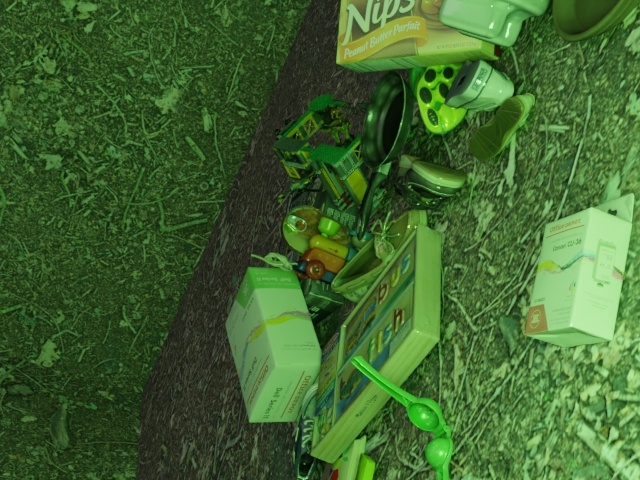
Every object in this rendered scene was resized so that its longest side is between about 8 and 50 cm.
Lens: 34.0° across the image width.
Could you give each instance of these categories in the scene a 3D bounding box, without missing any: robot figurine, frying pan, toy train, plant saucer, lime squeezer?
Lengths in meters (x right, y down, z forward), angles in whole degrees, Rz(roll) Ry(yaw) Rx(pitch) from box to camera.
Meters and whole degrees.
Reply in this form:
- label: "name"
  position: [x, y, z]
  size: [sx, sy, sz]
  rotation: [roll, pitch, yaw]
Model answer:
- label: "robot figurine"
  position: [0.317, -0.509, 1.741]
  size: [0.300, 0.199, 0.353]
  rotation: [0, -69, -62]
- label: "frying pan"
  position: [0.132, -0.179, 2.046]
  size: [0.197, 0.053, 0.326]
  rotation: [134, 142, -56]
- label: "toy train"
  position: [-0.007, 0.013, 2.200]
  size: [0.143, 0.248, 0.105]
  rotation: [-69, 15, -7]
- label: "plant saucer"
  position: [0.441, -0.425, 1.571]
  size: [0.278, 0.041, 0.278]
  rotation: [-161, 90, -75]
- label: "lime squeezer"
  position: [0.158, 0.303, 1.599]
  size: [0.059, 0.110, 0.310]
  rotation: [-41, 61, 31]

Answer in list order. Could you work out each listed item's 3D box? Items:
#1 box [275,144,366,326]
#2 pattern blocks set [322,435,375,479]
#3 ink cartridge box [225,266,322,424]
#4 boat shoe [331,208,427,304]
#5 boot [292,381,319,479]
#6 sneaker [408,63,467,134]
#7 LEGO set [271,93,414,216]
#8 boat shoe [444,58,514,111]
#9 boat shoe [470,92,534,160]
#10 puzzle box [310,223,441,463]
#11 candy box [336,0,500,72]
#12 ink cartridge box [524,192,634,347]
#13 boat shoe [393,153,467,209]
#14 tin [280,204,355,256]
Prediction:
- label: "box"
  position: [-0.015, 0.009, 2.499]
  size: [0.318, 0.097, 0.395]
  rotation: [134, 150, -59]
- label: "pattern blocks set"
  position: [0.034, 0.457, 1.934]
  size: [0.285, 0.026, 0.325]
  rotation: [143, 147, -65]
- label: "ink cartridge box"
  position: [-0.097, 0.253, 2.274]
  size: [0.353, 0.119, 0.207]
  rotation: [-110, 33, -42]
- label: "boat shoe"
  position: [0.117, 0.034, 2.038]
  size: [0.105, 0.089, 0.285]
  rotation: [-87, 22, -45]
- label: "boot"
  position: [-0.013, 0.385, 2.101]
  size: [0.086, 0.069, 0.190]
  rotation: [-94, 15, -70]
- label: "sneaker"
  position: [0.233, -0.306, 2.063]
  size: [0.123, 0.109, 0.296]
  rotation: [87, -179, -47]
- label: "LEGO set"
  position: [0.062, -0.177, 2.314]
  size: [0.331, 0.192, 0.255]
  rotation: [8, 50, 45]
- label: "boat shoe"
  position: [0.280, -0.261, 1.841]
  size: [0.095, 0.084, 0.258]
  rotation: [-63, 5, 9]
- label: "boat shoe"
  position: [0.305, -0.189, 1.755]
  size: [0.056, 0.048, 0.153]
  rotation: [50, 141, 17]
- label: "puzzle box"
  position: [0.100, 0.192, 1.932]
  size: [0.409, 0.052, 0.272]
  rotation: [-56, 17, 39]
- label: "candy box"
  position: [0.185, -0.426, 1.979]
  size: [0.316, 0.087, 0.183]
  rotation: [1, 84, 36]
- label: "ink cartridge box"
  position: [0.336, 0.032, 1.354]
  size: [0.115, 0.067, 0.198]
  rotation: [151, 135, -68]
- label: "boat shoe"
  position: [0.195, -0.100, 1.927]
  size: [0.285, 0.102, 0.092]
  rotation: [-132, 57, -76]
- label: "tin"
  position: [0.000, 0.000, 2.290]
  size: [0.106, 0.189, 0.040]
  rotation: [-61, 8, -21]
